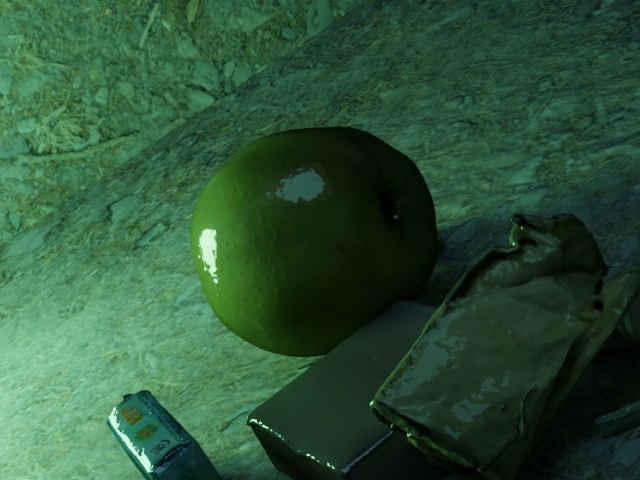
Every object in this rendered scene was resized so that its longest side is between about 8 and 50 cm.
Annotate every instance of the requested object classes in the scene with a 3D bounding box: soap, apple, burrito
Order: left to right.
[{"bbox_3d":[-0.196,0.302,2.089,0.077,0.156,0.293,-36,24,-12],"label":"soap"},{"bbox_3d":[0.000,0.000,2.266,0.357,0.357,0.357,-24,23,11],"label":"apple"},{"bbox_3d":[0.087,0.208,2.018,0.296,0.107,0.285,-35,24,-17],"label":"soap"},{"bbox_3d":[0.230,0.129,1.845,0.190,0.135,0.332,32,76,24],"label":"burrito"}]

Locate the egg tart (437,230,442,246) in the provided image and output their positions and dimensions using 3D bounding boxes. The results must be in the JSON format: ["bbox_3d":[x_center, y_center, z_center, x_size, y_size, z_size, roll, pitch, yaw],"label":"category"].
[{"bbox_3d":[0.133,0.007,2.471,0.130,0.052,0.130,-27,20,11],"label":"egg tart"}]

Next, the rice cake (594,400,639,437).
[{"bbox_3d":[0.376,0.195,1.811,0.121,0.022,0.021,-24,23,11],"label":"rice cake"}]

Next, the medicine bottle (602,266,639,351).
[{"bbox_3d":[0.343,0.085,1.976,0.107,0.107,0.191,-43,25,-30],"label":"medicine bottle"}]
